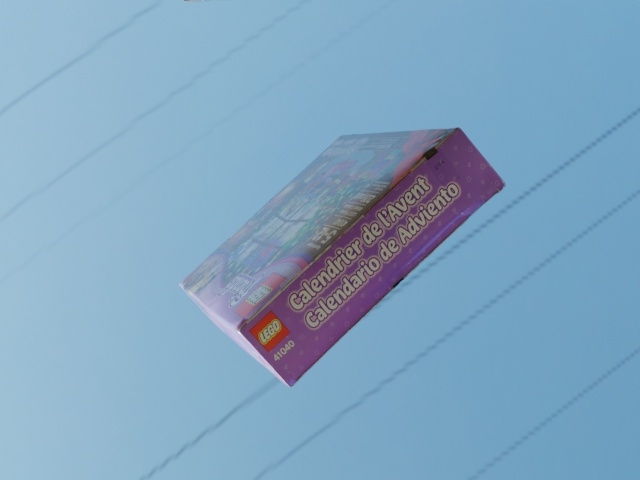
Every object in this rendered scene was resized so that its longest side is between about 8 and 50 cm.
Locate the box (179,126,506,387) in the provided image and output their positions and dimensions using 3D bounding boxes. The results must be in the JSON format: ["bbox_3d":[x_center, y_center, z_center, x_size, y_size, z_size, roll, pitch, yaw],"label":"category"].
[{"bbox_3d":[0.000,0.000,0.894,0.201,0.293,0.057,-43,-77,-8],"label":"box"}]
